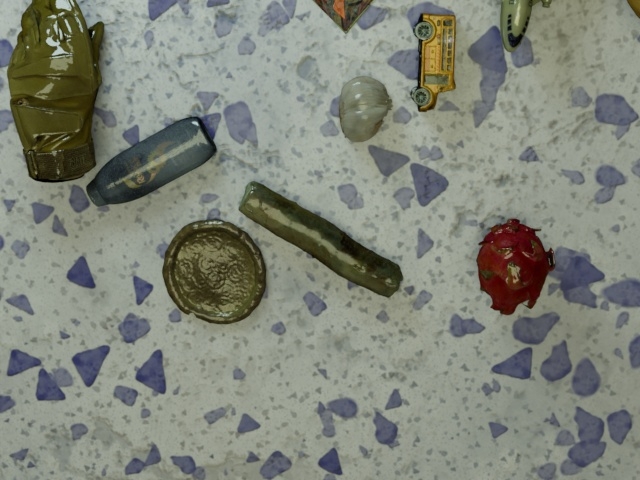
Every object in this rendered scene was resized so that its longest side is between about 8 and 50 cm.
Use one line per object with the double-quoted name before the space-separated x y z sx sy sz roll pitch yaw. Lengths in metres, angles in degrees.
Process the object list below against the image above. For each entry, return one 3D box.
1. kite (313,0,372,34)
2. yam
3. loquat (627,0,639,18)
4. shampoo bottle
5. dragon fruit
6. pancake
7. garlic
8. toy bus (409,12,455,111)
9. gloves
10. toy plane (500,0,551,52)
"kite" 0.040 -0.408 1.798 0.222 0.008 0.125 -3 106 4
"yam" 0.000 0.000 1.866 0.317 0.067 0.071 30 112 -5
"loquat" 0.587 -0.424 1.673 0.238 0.193 0.238 0 97 0
"shampoo bottle" -0.296 -0.131 1.856 0.233 0.049 0.087 -27 99 9
"dragon fruit" 0.329 0.050 1.832 0.136 0.133 0.166 9 103 -7
"pancake" -0.190 0.058 1.913 0.199 0.021 0.199 1 104 4
"garlic" 0.072 -0.222 1.807 0.094 0.074 0.113 -5 88 14
"toy bus" 0.189 -0.295 1.785 0.074 0.069 0.162 1 103 0
"gloves" -0.439 -0.265 1.784 0.154 0.141 0.331 1 104 3
"toy plane" 0.323 -0.433 1.726 0.241 0.104 0.256 7 105 -6
